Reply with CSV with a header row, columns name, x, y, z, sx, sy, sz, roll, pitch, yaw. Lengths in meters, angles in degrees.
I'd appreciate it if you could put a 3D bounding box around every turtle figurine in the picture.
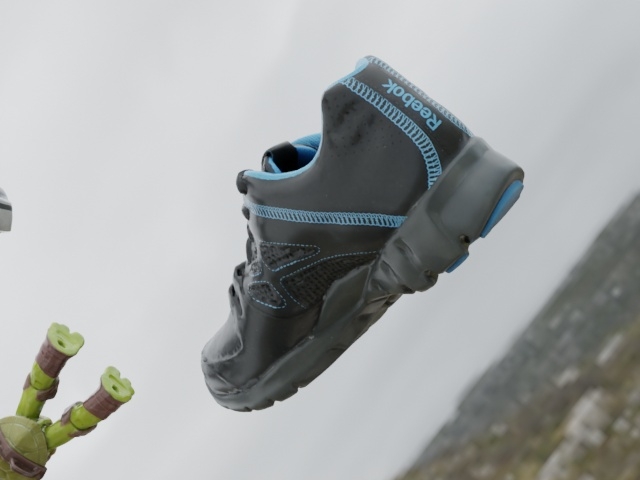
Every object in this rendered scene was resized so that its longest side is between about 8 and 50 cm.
name,x,y,z,sx,sy,sz,roll,pitch,yaw
turtle figurine,-0.301,0.189,1.905,0.217,0.269,0.087,-51,-18,19

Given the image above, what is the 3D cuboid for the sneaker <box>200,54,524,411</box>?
name,x,y,z,sx,sy,sz,roll,pitch,yaw
sneaker,0.000,0.000,1.286,0.125,0.139,0.341,-45,1,-44

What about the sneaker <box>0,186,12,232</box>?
name,x,y,z,sx,sy,sz,roll,pitch,yaw
sneaker,-0.374,-0.082,1.538,0.321,0.126,0.127,16,-105,-51
